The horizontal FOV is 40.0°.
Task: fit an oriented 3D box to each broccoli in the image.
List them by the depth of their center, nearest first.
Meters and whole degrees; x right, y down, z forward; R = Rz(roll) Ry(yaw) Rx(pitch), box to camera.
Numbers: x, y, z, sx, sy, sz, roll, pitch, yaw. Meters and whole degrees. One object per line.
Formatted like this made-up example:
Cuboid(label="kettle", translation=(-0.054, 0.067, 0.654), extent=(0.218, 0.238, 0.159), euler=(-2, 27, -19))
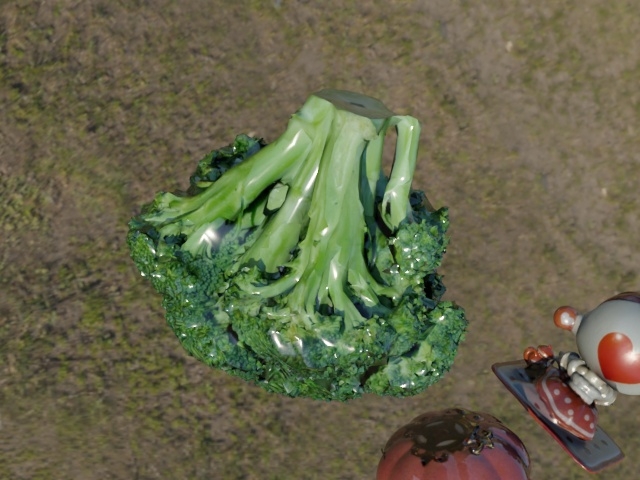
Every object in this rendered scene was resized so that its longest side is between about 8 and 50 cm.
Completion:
Cuboid(label="broccoli", translation=(0.000, 0.000, 0.767), extent=(0.307, 0.308, 0.275), euler=(-3, 124, -39))

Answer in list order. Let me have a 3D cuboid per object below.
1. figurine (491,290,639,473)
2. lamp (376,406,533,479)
Cuboid(label="figurine", translation=(0.372, 0.143, 1.114), extent=(0.183, 0.226, 0.160), euler=(48, 24, 28))
Cuboid(label="lamp", translation=(0.157, 0.279, 1.028), extent=(0.182, 0.182, 0.140), euler=(-32, 120, -39))
